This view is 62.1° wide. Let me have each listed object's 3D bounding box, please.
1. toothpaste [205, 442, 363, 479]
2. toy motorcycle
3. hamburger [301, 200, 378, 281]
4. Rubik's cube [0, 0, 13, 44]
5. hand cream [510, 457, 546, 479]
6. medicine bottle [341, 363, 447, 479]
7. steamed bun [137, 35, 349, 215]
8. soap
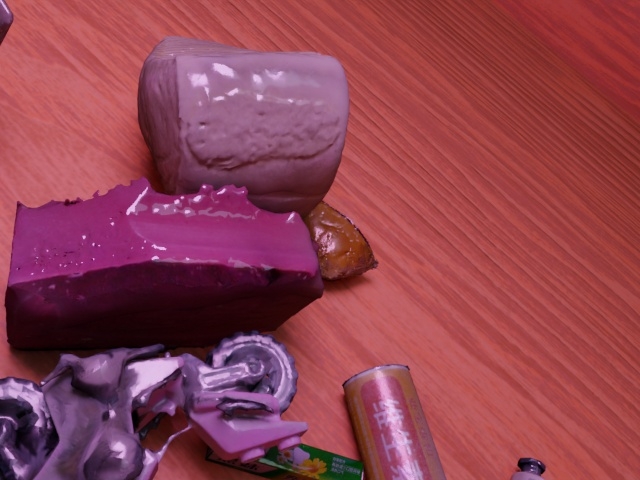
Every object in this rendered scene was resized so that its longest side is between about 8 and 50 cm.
[{"bbox_3d":[-0.038,0.252,0.605,0.179,0.043,0.037,22,49,-14],"label":"toothpaste"},{"bbox_3d":[-0.165,0.196,0.496,0.327,0.143,0.187,-7,62,-23],"label":"toy motorcycle"},{"bbox_3d":[0.001,0.006,0.797,0.176,0.087,0.102,41,44,2],"label":"hamburger"},{"bbox_3d":[-0.521,-0.255,0.518,0.387,0.368,0.358,32,27,-4],"label":"Rubik's cube"},{"bbox_3d":[0.261,0.394,0.673,0.080,0.050,0.233,31,49,-7],"label":"hand cream"},{"bbox_3d":[0.118,0.351,0.581,0.108,0.108,0.425,4,51,-29],"label":"medicine bottle"},{"bbox_3d":[-0.119,-0.144,0.725,0.247,0.236,0.383,-2,22,-21],"label":"steamed bun"},{"bbox_3d":[-0.161,0.038,0.590,0.325,0.220,0.127,3,63,-30],"label":"soap"}]
